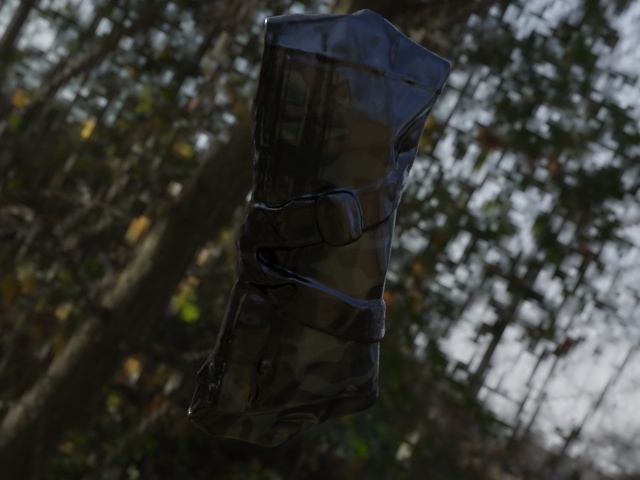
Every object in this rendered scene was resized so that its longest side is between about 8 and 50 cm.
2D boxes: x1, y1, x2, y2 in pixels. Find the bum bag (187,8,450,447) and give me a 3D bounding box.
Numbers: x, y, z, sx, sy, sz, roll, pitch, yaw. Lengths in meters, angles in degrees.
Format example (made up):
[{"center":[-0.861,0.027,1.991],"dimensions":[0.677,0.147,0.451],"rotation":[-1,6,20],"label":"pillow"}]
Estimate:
[{"center":[0.000,0.000,1.167],"dimensions":[0.144,0.340,0.095],"rotation":[6,18,-17],"label":"bum bag"}]
